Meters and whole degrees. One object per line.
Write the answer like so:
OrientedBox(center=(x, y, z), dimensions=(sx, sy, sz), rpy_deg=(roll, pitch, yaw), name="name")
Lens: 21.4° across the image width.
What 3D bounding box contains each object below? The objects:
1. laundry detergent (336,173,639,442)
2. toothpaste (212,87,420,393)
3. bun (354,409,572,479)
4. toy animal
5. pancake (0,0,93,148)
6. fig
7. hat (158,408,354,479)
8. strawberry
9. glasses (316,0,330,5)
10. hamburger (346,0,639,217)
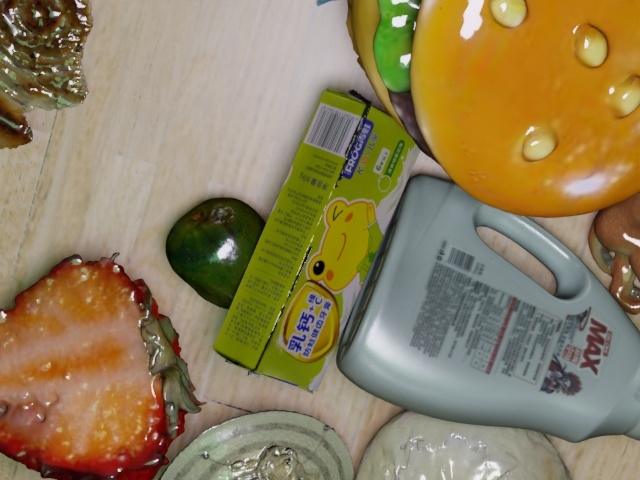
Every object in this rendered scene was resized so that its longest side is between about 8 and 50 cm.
OrientedBox(center=(0.240, 0.108, 1.893), dimensions=(0.397, 0.125, 0.264), rpy_deg=(23, 69, -6), name="laundry detergent")
OrientedBox(center=(0.000, 0.000, 1.866), dimensions=(0.110, 0.077, 0.327), rpy_deg=(23, 90, -48), name="toothpaste")
OrientedBox(center=(0.166, 0.329, 1.942), dimensions=(0.287, 0.146, 0.287), rpy_deg=(0, 103, 0), name="bun")
OrientedBox(center=(0.401, -0.047, 1.910), dimensions=(0.312, 0.097, 0.157), rpy_deg=(-42, 87, 9), name="toy animal")
OrientedBox(center=(-0.380, -0.215, 1.884), dimensions=(0.257, 0.056, 0.212), rpy_deg=(15, 100, -3), name="pancake")
OrientedBox(center=(-0.092, 0.037, 1.914), dimensions=(0.117, 0.117, 0.177), rpy_deg=(-32, 109, 5), name="fig")
OrientedBox(center=(-0.062, 0.322, 1.907), dimensions=(0.252, 0.110, 0.252), rpy_deg=(-11, 122, -17), name="hat")
OrientedBox(center=(-0.269, 0.177, 1.917), dimensions=(0.280, 0.150, 0.253), rpy_deg=(-35, 78, 8), name="strawberry")
OrientedBox(center=(0.072, -0.369, 1.869), dimensions=(0.220, 0.088, 0.190), rpy_deg=(-22, 101, 24), name="glasses")
OrientedBox(center=(0.227, -0.212, 1.715), dimensions=(0.395, 0.277, 0.396), rpy_deg=(-9, 119, -17), name="hamburger")
